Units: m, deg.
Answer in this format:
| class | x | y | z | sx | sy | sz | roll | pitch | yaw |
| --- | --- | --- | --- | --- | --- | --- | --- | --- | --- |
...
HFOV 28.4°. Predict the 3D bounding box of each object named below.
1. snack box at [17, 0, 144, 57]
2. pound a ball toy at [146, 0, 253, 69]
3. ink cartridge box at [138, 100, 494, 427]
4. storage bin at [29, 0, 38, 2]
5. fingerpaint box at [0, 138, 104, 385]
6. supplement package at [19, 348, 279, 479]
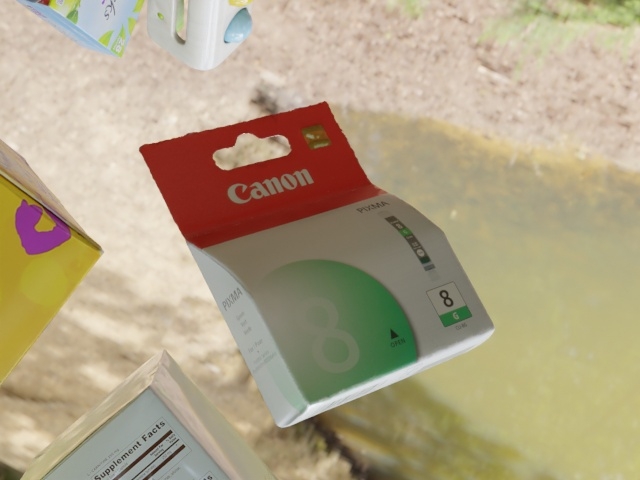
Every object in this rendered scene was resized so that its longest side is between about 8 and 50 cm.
| class | x | y | z | sx | sy | sz | roll | pitch | yaw |
| --- | --- | --- | --- | --- | --- | --- | --- | --- | --- |
| snack box | -0.260 | -0.342 | 1.476 | 0.070 | 0.207 | 0.174 | 20 | 174 | 22 |
| pound a ball toy | -0.118 | -0.402 | 1.707 | 0.136 | 0.208 | 0.319 | 34 | 149 | 11 |
| ink cartridge box | 0.000 | 0.000 | 0.893 | 0.056 | 0.181 | 0.224 | -40 | 72 | 50 |
| storage bin | -0.201 | -0.246 | 0.948 | 0.098 | 0.135 | 0.091 | 25 | 145 | -36 |
| fingerpaint box | -0.377 | 0.062 | 0.982 | 0.163 | 0.371 | 0.445 | 39 | 177 | -22 |
| supplement package | -0.114 | 0.217 | 0.964 | 0.203 | 0.149 | 0.194 | 50 | 179 | -5 |
